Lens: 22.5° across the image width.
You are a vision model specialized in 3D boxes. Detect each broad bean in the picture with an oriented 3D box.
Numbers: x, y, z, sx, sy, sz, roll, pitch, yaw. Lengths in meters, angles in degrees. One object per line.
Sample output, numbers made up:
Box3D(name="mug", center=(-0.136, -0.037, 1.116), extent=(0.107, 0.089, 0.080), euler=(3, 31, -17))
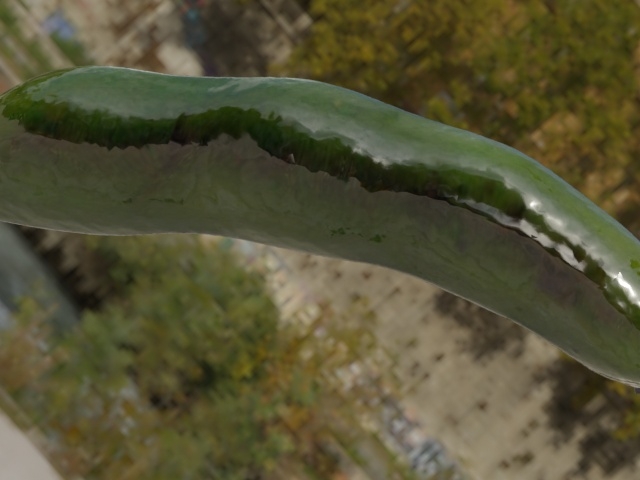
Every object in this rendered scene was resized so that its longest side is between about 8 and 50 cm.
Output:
Box3D(name="broad bean", center=(0.003, -0.005, 0.414), extent=(0.227, 0.069, 0.039), euler=(21, 7, 9))
